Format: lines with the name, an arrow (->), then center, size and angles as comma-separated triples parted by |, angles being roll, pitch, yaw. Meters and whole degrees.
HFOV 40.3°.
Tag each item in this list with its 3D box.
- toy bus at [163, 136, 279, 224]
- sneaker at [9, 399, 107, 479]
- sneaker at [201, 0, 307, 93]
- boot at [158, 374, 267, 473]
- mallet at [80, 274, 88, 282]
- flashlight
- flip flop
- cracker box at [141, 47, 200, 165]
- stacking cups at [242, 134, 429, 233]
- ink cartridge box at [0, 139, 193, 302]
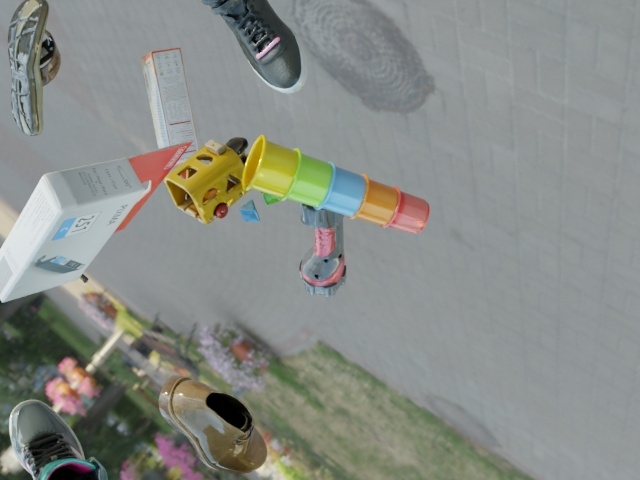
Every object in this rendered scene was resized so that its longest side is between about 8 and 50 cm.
toy bus -> -0.175, -0.125, 1.534 | 0.191, 0.202, 0.104 | -11, 134, 9
sneaker -> -0.445, 0.380, 1.467 | 0.295, 0.124, 0.178 | 56, 152, 17
sneaker -> -0.133, -0.386, 1.527 | 0.295, 0.104, 0.147 | 61, -159, 18
boot -> -0.159, 0.343, 1.555 | 0.115, 0.112, 0.305 | 1, 147, 31
mallet -> -0.642, 0.031, 2.146 | 0.190, 0.039, 0.062 | 37, 140, 10
flashlight -> 0.000, 0.000, 1.761 | 0.103, 0.103, 0.304 | 10, 149, 10
flip flop -> -0.547, -0.337, 1.695 | 0.112, 0.080, 0.277 | 33, 125, 41
cracker box -> -0.312, -0.276, 1.819 | 0.156, 0.067, 0.232 | -158, 58, -69
stacking cups -> 0.030, -0.075, 1.449 | 0.316, 0.096, 0.096 | 20, 169, -19
ink cartridge box -> -0.343, -0.029, 1.339 | 0.296, 0.261, 0.066 | -41, 75, 46
